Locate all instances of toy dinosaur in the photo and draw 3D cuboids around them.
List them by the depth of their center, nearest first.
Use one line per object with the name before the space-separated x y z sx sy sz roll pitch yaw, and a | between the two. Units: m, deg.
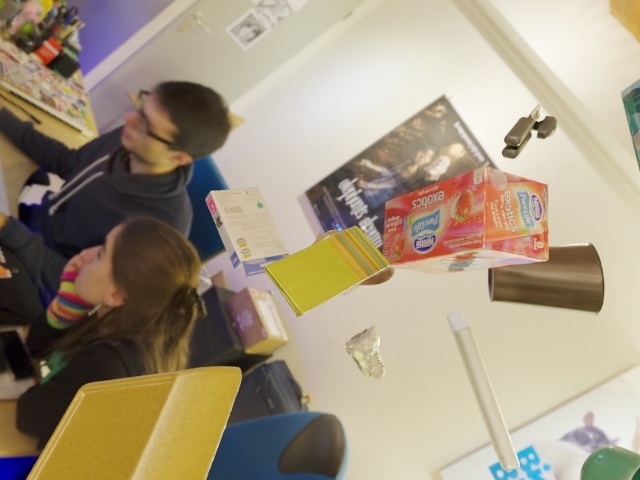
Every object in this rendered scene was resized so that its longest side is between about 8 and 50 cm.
toy dinosaur | 0.000 0.000 1.912 0.053 0.183 0.092 57 10 -1

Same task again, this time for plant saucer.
plant saucer | -0.307 0.323 0.780 0.081 0.332 0.333 53 36 -33
plant saucer | 0.128 0.070 1.534 0.168 0.168 0.029 -98 -174 -61

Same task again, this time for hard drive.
hard drive | 0.412 0.372 1.391 0.233 0.047 0.353 -18 89 -81

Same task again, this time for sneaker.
sneaker | 0.126 0.284 1.334 0.115 0.090 0.232 58 -5 18

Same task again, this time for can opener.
can opener | 0.590 -0.302 1.497 0.283 0.095 0.076 -43 141 -45

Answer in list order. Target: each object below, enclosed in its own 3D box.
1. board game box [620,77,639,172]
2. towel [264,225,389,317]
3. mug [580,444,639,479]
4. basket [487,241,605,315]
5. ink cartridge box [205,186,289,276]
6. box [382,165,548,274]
board game box | 0.748 -0.190 1.132 0.254 0.079 0.336 -12 89 -77
towel | 0.017 0.046 0.922 0.237 0.021 0.102 -24 67 -44
mug | 0.544 0.458 0.990 0.097 0.129 0.158 11 -71 57
basket | 0.520 0.087 1.274 0.204 0.226 0.154 -73 160 -59
ink cartridge box | -0.224 -0.024 1.708 0.185 0.065 0.311 -10 63 -40
box | 0.261 -0.023 1.019 0.154 0.300 0.142 10 78 -26
